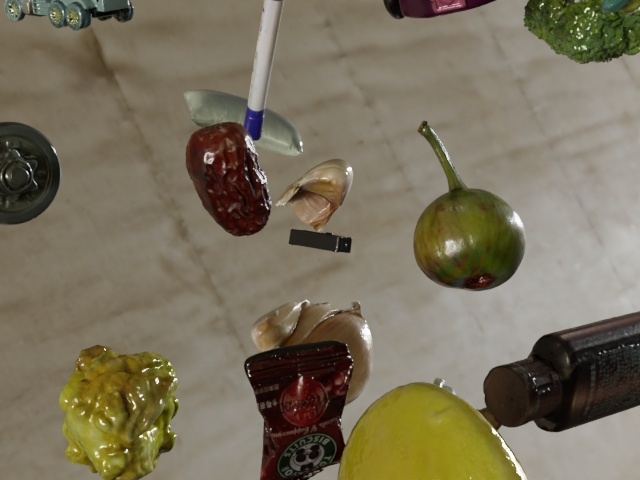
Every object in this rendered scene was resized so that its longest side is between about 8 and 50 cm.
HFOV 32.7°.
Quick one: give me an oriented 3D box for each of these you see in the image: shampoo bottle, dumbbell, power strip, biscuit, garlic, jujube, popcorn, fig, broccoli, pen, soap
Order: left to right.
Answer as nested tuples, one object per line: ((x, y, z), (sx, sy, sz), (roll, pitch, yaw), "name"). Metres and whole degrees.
((-0.592, -0.127, 1.938), (0.179, 0.179, 0.406), (-23, 19, -27), "dumbbell")
((-0.269, 0.228, 1.446), (0.156, 0.197, 0.197), (9, -6, 1), "popcorn")
((-0.096, -0.063, 1.158), (0.077, 0.129, 0.077), (-16, 27, 8), "jujube")
((-0.088, -0.264, 1.670), (0.033, 0.033, 0.269), (-22, -36, -32), "pen")
((-0.021, 0.246, 1.470), (0.151, 0.235, 0.063), (-12, 31, -18), "biscuit")
((-0.005, 0.206, 1.993), (0.228, 0.217, 0.110), (-26, -14, -39), "garlic")
((0.000, 0.000, 1.734), (0.111, 0.029, 0.038), (9, 3, 41), "power strip")
((0.000, -0.083, 1.928), (0.124, 0.099, 0.174), (-51, 10, -33), "garlic")
((0.182, -0.049, 1.464), (0.149, 0.245, 0.149), (-11, -28, -6), "fig")
((0.131, 0.335, 0.961), (0.115, 0.427, 0.306), (-14, -22, -26), "soap")
((0.336, 0.159, 1.334), (0.323, 0.129, 0.084), (-10, 23, -36), "shampoo bottle")
((0.498, -0.437, 1.971), (0.186, 0.302, 0.254), (27, -54, -32), "broccoli")

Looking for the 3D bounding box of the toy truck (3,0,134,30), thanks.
((-0.396, -0.413, 1.723), (0.257, 0.140, 0.108), (15, 26, 37), "toy truck")

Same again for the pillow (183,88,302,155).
((-0.160, -0.243, 2.254), (0.144, 0.254, 0.078), (-100, 32, -57), "pillow")

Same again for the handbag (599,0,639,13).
((0.471, -0.391, 1.363), (0.274, 0.100, 0.269), (-34, -4, 38), "handbag")

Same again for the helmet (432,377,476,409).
((0.184, 0.343, 1.581), (0.204, 0.137, 0.257), (32, -100, -82), "helmet")

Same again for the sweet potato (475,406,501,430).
((0.159, 0.262, 1.389), (0.182, 0.054, 0.053), (-30, -44, -21), "sweet potato")

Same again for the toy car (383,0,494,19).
((0.232, -0.550, 1.949), (0.271, 0.240, 0.340), (-9, 28, 19), "toy car")
